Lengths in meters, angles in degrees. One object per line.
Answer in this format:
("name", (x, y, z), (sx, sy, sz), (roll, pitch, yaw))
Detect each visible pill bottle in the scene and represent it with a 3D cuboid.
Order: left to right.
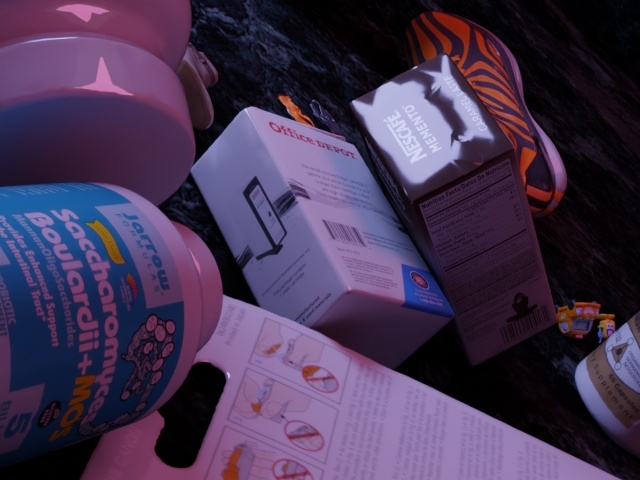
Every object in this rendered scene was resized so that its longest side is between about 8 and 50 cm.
("pill bottle", (-0.162, 0.042, 0.694), (0.146, 0.146, 0.264), (51, 26, 14))
("pill bottle", (-0.204, -0.199, 0.881), (0.210, 0.210, 0.363), (16, 51, -46))
("pill bottle", (0.385, 0.110, 1.323), (0.131, 0.229, 0.131), (35, 26, -20))

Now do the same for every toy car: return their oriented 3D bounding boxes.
("toy car", (0.311, 0.094, 1.448), (0.122, 0.060, 0.041), (12, 72, -40))

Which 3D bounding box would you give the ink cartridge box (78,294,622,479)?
("ink cartridge box", (0.034, 0.205, 0.863), (0.385, 0.091, 0.308), (25, 27, -3))

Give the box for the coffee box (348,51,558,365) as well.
("coffee box", (0.122, -0.023, 1.145), (0.141, 0.098, 0.246), (61, -3, 43))

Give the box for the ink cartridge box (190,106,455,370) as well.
("ink cartridge box", (0.000, 0.000, 1.078), (0.148, 0.086, 0.203), (15, 37, -48))

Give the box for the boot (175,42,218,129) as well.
("boot", (-0.119, -0.150, 1.189), (0.118, 0.042, 0.087), (57, 19, 10))

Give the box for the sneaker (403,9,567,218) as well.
("sneaker", (0.169, -0.172, 1.557), (0.180, 0.124, 0.321), (10, 41, -52))

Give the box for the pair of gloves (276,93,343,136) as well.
("pair of gloves", (-0.004, -0.123, 1.353), (0.083, 0.010, 0.074), (4, 46, -56))
